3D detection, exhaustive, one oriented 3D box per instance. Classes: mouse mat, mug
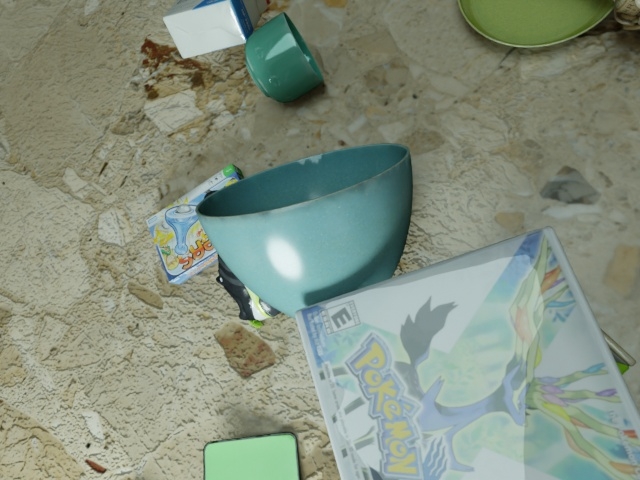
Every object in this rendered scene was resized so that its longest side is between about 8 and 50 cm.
[{"bbox_3d":[-0.102,0.398,0.675,0.153,0.007,0.189,-8,70,3],"label":"mouse mat"},{"bbox_3d":[-0.066,-0.307,0.778,0.097,0.158,0.129,-28,96,15],"label":"mug"}]

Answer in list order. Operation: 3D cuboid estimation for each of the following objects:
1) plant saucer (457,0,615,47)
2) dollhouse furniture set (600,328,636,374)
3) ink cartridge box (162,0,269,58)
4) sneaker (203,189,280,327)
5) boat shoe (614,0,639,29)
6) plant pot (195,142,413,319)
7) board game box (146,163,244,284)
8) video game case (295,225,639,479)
[{"bbox_3d":[0.338,-0.401,0.694,0.241,0.037,0.240,-4,79,18],"label":"plant saucer"},{"bbox_3d":[0.198,0.184,0.561,0.301,0.151,0.197,-44,69,6],"label":"dollhouse furniture set"},{"bbox_3d":[-0.180,-0.441,0.832,0.134,0.078,0.230,-5,47,18],"label":"ink cartridge box"},{"bbox_3d":[-0.145,0.036,0.725,0.097,0.084,0.234,-26,92,25],"label":"sneaker"},{"bbox_3d":[0.438,-0.322,0.581,0.110,0.121,0.341,-33,80,3],"label":"boat shoe"},{"bbox_3d":[0.000,0.000,0.628,0.291,0.290,0.195,-11,110,17],"label":"plant pot"},{"bbox_3d":[-0.208,-0.028,0.808,0.201,0.035,0.136,-32,71,10],"label":"board game box"},{"bbox_3d":[0.156,0.185,0.465,0.300,0.036,0.328,-20,74,10],"label":"video game case"}]
